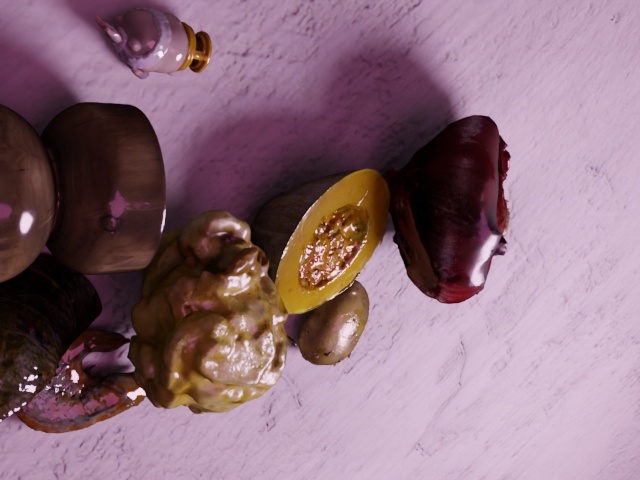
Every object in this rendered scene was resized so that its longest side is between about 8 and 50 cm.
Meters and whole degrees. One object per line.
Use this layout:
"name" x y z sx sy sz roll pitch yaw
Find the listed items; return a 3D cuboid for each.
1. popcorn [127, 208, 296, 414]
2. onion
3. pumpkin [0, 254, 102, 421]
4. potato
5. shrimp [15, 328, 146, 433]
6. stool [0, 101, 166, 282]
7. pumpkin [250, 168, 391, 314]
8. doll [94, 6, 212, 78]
"popcorn" -0.121 0.085 0.965 0.192 0.233 0.266 9 131 -14
"onion" 0.165 -0.044 1.156 0.272 0.195 0.272 9 90 -79
"pumpkin" -0.336 0.105 0.872 0.278 0.163 0.111 -15 123 -32
"potato" 0.024 0.121 1.215 0.091 0.070 0.138 31 92 -44
"shrimp" -0.281 0.170 1.024 0.187 0.051 0.133 -13 121 -28
"stool" -0.306 -0.047 0.804 0.264 0.179 0.179 -4 115 -35
"pumpkin" -0.014 -0.011 1.100 0.217 0.110 0.218 -36 141 -36
"doll" -0.185 -0.205 0.889 0.127 0.073 0.084 4 143 -40
